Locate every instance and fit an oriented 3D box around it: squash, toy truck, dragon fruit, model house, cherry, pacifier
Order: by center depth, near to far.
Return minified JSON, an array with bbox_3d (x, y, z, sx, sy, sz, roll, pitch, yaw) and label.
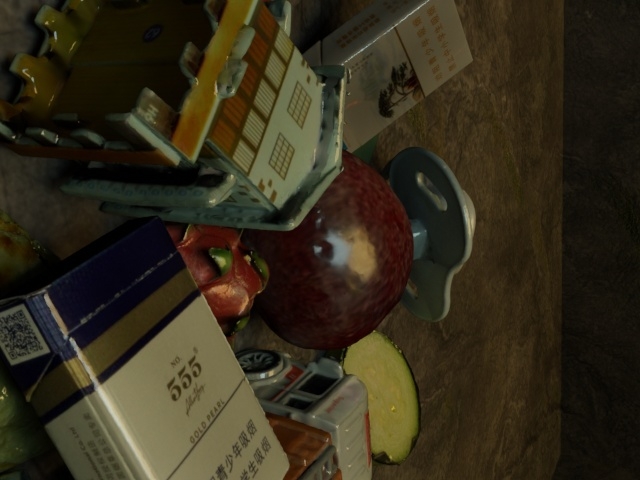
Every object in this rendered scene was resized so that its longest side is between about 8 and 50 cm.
[{"bbox_3d":[-0.119,-0.119,0.599,0.215,0.224,0.198,43,58,-54],"label":"model house"},{"bbox_3d":[-0.120,0.056,0.739,0.236,0.135,0.137,82,21,-59],"label":"dragon fruit"},{"bbox_3d":[-0.079,0.267,0.760,0.387,0.207,0.173,-32,123,-55],"label":"toy truck"},{"bbox_3d":[0.000,0.000,0.864,0.230,0.203,0.300,-54,125,-39],"label":"cherry"},{"bbox_3d":[0.106,-0.002,1.098,0.233,0.244,0.299,-18,140,-26],"label":"pacifier"},{"bbox_3d":[0.059,0.248,1.139,0.220,0.133,0.220,21,64,-51],"label":"squash"}]

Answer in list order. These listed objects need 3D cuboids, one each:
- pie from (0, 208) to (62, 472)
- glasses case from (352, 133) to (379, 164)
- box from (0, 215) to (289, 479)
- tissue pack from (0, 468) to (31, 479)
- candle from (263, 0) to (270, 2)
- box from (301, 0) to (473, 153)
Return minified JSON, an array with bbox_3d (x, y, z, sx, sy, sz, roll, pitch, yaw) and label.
[{"bbox_3d":[-0.255,0.072,0.532,0.248,0.090,0.201,50,51,-56],"label":"pie"},{"bbox_3d":[0.047,-0.146,1.075,0.078,0.040,0.184,51,52,-52],"label":"glasses case"},{"bbox_3d":[-0.129,0.123,0.558,0.259,0.071,0.168,64,25,-10],"label":"box"},{"bbox_3d":[-0.230,0.335,0.538,0.081,0.185,0.257,-11,109,-18],"label":"tissue pack"},{"bbox_3d":[-0.104,-0.169,0.798,0.051,0.048,0.329,17,78,-19],"label":"candle"},{"bbox_3d":[0.081,-0.232,0.962,0.233,0.067,0.149,-37,141,2],"label":"box"}]
